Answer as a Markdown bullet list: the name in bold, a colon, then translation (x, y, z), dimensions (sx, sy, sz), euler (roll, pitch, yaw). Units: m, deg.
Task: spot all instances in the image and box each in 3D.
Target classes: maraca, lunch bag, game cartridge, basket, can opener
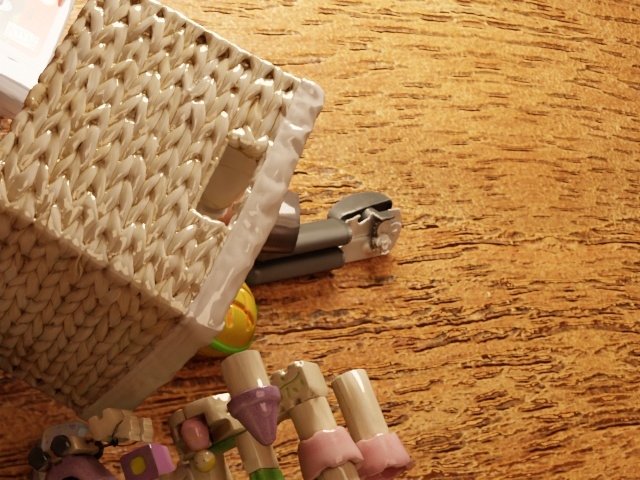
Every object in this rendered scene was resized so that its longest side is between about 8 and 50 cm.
- **maraca**: translation (-0.128, 0.077, 1.789), dimensions (0.127, 0.099, 0.186), euler (45, 20, -8)
- **lunch bag**: translation (-0.279, 0.238, 1.581), dimensions (0.053, 0.083, 0.071), euler (20, 53, -26)
- **game cartridge**: translation (-0.412, -0.290, 1.813), dimensions (0.196, 0.060, 0.294), euler (26, 43, -16)
- **basket**: translation (-0.215, -0.033, 1.522), dimensions (0.266, 0.331, 0.328), euler (31, 56, -11)
- **can opener**: translation (0.000, 0.000, 1.958), dimensions (0.280, 0.074, 0.093), euler (-15, 38, -43)

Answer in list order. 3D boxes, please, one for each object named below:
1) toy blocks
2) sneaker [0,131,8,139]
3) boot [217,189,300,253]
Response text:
- **toy blocks**: translation (-0.075, 0.292, 1.506), dimensions (0.309, 0.288, 0.260), euler (21, 44, -60)
- **sneaker**: translation (-0.422, -0.048, 1.654), dimensions (0.302, 0.108, 0.121), euler (-29, 118, -56)
- **boot**: translation (-0.176, -0.084, 1.866), dimensions (0.280, 0.096, 0.264), euler (9, 40, -12)
